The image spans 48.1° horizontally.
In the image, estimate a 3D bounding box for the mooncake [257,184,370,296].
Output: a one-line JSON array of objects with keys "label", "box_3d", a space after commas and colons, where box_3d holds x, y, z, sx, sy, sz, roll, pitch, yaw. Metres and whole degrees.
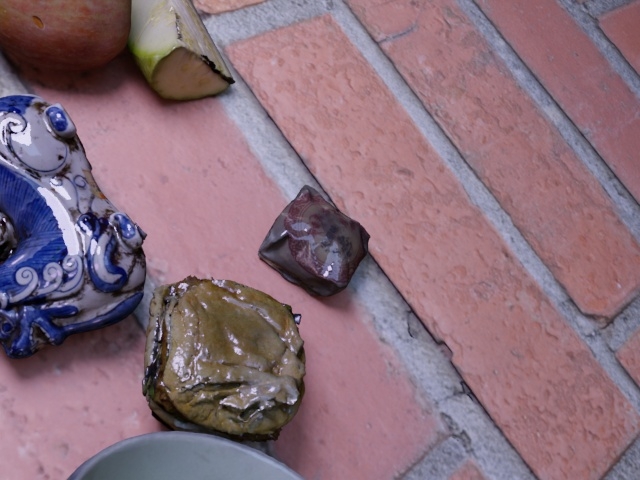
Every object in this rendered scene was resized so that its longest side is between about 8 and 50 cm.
[{"label": "mooncake", "box_3d": [0.000, 0.000, 0.958, 0.130, 0.073, 0.125, 38, 53, -5]}]

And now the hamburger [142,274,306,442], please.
[{"label": "hamburger", "box_3d": [-0.114, 0.137, 0.816, 0.183, 0.130, 0.206, 17, 40, -19]}]

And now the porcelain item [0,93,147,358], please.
[{"label": "porcelain item", "box_3d": [-0.316, -0.021, 0.796, 0.186, 0.138, 0.288, -30, 84, -17]}]

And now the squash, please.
[{"label": "squash", "box_3d": [-0.237, -0.319, 0.992, 0.252, 0.093, 0.169, 62, 12, 13]}]

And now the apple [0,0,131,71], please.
[{"label": "apple", "box_3d": [-0.326, -0.305, 0.895, 0.173, 0.188, 0.188, 0, 64, -24]}]

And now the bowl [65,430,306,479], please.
[{"label": "bowl", "box_3d": [-0.102, 0.326, 0.624, 0.307, 0.163, 0.307, 22, 17, -7]}]
